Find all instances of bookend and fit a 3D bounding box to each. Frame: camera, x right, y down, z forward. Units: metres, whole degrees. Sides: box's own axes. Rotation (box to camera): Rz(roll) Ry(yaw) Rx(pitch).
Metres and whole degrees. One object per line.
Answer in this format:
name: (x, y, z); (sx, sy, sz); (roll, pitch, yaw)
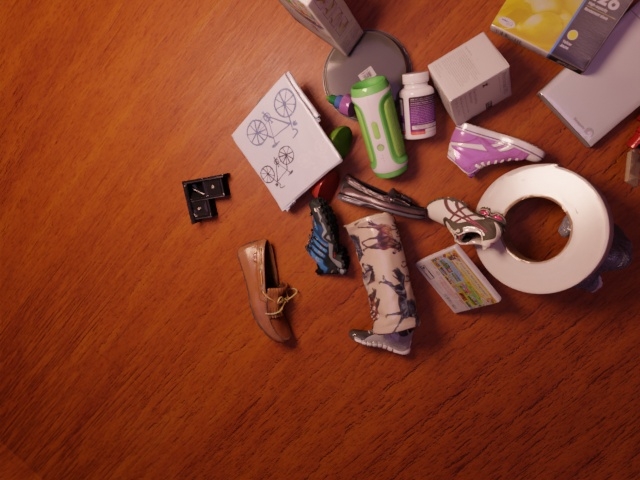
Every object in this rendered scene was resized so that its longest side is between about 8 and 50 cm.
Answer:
bookend: (-0.392, -0.149, 1.641); (0.156, 0.072, 0.157); (-8, 100, 11)

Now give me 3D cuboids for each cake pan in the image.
cake pan: (0.148, -0.531, 1.485); (0.293, 0.054, 0.293); (2, 102, 9)

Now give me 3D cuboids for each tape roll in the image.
tape roll: (0.656, -0.035, 1.389); (0.392, 0.072, 0.391); (2, 93, 43)

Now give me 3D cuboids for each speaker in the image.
speaker: (0.187, -0.347, 1.435); (0.131, 0.131, 0.296); (-14, 120, 12)

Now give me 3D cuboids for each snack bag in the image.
snack bag: (-0.110, -0.311, 1.507); (0.323, 0.037, 0.342); (-37, 85, 36)

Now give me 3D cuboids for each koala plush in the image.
koala plush: (0.825, 0.067, 1.434); (0.196, 0.203, 0.221); (12, 127, -10)

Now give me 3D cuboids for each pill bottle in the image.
pill bottle: (0.301, -0.421, 1.435); (0.108, 0.108, 0.193); (-4, 113, 10)

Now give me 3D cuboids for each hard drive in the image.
hard drive: (0.871, -0.488, 1.377); (0.353, 0.047, 0.233); (-44, 91, 15)

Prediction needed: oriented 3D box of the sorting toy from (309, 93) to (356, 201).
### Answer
sorting toy: (0.015, -0.310, 1.522); (0.126, 0.127, 0.365); (29, 116, 27)

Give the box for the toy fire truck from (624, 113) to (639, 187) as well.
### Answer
toy fire truck: (1.011, -0.264, 1.358); (0.217, 0.158, 0.246); (32, 116, 1)

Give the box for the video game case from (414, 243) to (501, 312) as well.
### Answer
video game case: (0.446, 0.131, 1.515); (0.227, 0.026, 0.206); (51, 148, -2)

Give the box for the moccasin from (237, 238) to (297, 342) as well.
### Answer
moccasin: (-0.173, 0.180, 1.647); (0.147, 0.139, 0.380); (-15, 89, 21)

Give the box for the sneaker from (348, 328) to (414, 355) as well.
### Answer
sneaker: (0.222, 0.313, 1.634); (0.229, 0.086, 0.132); (15, 99, -4)

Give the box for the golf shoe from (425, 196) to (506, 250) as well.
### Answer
golf shoe: (0.434, -0.057, 1.444); (0.120, 0.273, 0.105); (-49, 134, -21)

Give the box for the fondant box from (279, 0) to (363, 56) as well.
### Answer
fondant box: (-0.032, -0.685, 1.314); (0.238, 0.330, 0.096); (42, 104, 17)

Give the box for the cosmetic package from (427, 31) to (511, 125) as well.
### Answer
cosmetic package: (0.445, -0.476, 1.371); (0.184, 0.151, 0.151); (-28, 65, 15)

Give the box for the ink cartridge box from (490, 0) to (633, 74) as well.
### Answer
ink cartridge box: (0.712, -0.690, 1.329); (0.304, 0.072, 0.307); (34, 108, 14)

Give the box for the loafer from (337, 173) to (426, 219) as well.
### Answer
loafer: (0.208, -0.144, 1.529); (0.303, 0.109, 0.095); (14, 99, 9)

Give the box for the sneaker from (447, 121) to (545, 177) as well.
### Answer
sneaker: (0.543, -0.262, 1.457); (0.282, 0.102, 0.161); (21, 107, 16)

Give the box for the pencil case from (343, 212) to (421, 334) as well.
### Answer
pencil case: (0.205, 0.116, 1.520); (0.160, 0.183, 0.410); (-14, 90, -30)

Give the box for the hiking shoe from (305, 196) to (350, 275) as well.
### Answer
hiking shoe: (0.000, 0.000, 1.555); (0.132, 0.113, 0.304); (-10, 118, 18)

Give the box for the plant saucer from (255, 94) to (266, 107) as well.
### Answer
plant saucer: (-0.168, -0.439, 1.572); (0.119, 0.021, 0.119); (2, 101, 9)
